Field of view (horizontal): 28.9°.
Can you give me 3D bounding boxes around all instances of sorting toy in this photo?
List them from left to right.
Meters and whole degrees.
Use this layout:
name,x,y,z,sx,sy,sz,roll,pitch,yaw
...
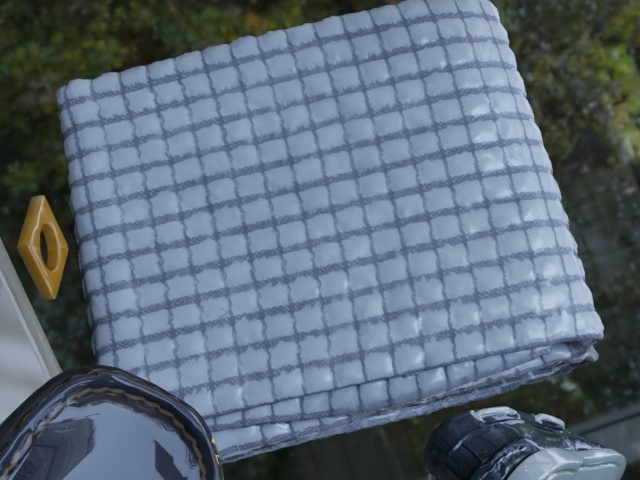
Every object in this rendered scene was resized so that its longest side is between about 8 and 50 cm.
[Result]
name,x,y,z,sx,sy,sz,roll,pitch,yaw
sorting toy,-0.245,0.099,0.889,0.347,0.047,0.196,-81,162,-58

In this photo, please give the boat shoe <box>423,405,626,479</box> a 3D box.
name,x,y,z,sx,sy,sz,roll,pitch,yaw
boat shoe,0.170,0.188,1.003,0.091,0.114,0.302,37,-1,27

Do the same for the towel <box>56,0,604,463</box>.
name,x,y,z,sx,sy,sz,roll,pitch,yaw
towel,0.000,0.000,0.747,0.121,0.284,0.235,70,6,-73

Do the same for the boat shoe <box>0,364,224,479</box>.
name,x,y,z,sx,sy,sz,roll,pitch,yaw
boat shoe,-0.101,0.204,0.373,0.130,0.132,0.355,138,-30,-65
